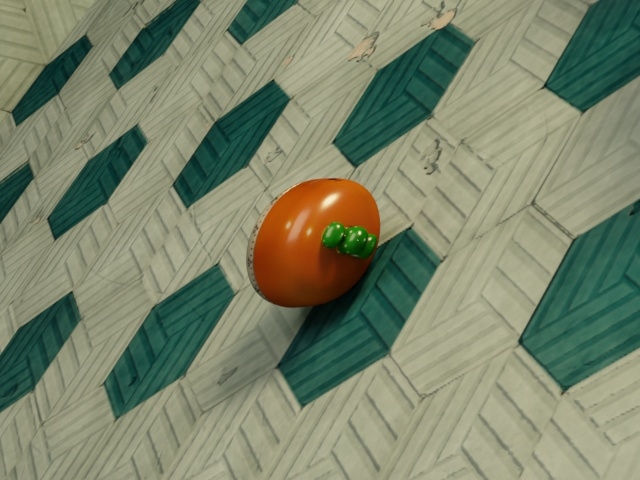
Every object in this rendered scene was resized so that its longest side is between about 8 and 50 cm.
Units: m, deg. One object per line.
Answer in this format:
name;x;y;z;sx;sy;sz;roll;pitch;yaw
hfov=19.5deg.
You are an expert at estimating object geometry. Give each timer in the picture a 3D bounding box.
timer;0.000;0.000;1.676;0.136;0.099;0.136;-46;26;30
